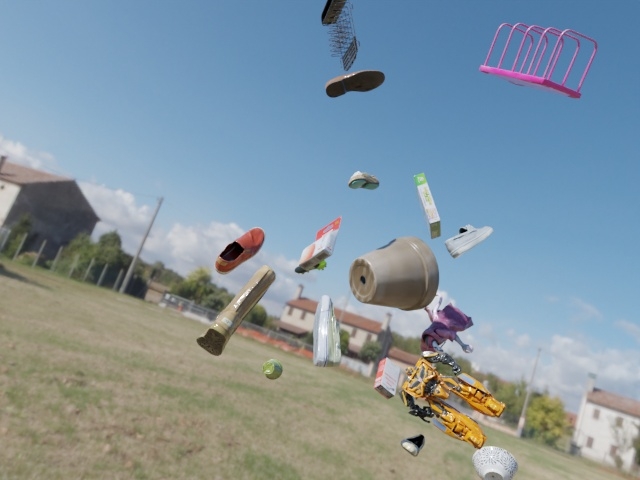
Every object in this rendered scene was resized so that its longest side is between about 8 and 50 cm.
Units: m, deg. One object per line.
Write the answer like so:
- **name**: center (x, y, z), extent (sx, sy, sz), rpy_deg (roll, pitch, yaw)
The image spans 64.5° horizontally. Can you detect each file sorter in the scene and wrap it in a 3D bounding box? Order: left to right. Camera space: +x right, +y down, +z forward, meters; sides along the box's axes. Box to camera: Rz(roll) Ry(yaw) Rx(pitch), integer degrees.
- **file sorter**: center (0.740, -0.620, 1.724), extent (0.202, 0.182, 0.291), rpy_deg (6, 22, -31)

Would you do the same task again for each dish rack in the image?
- **dish rack**: center (0.079, -0.815, 2.001), extent (0.074, 0.271, 0.208), rpy_deg (-9, -4, -13)

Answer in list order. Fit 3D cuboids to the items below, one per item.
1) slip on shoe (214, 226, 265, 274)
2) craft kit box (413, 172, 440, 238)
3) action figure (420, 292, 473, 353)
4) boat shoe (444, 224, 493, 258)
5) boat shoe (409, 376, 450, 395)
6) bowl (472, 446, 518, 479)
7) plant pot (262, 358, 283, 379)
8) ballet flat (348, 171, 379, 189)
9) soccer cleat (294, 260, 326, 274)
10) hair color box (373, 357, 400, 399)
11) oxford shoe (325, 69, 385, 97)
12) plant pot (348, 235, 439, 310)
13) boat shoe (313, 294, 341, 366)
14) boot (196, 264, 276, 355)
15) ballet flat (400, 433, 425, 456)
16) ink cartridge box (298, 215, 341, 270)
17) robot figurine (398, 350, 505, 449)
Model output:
- **slip on shoe**: center (-0.382, 0.036, 2.465), extent (0.123, 0.331, 0.101), rpy_deg (36, -39, 15)
- **craft kit box**: center (0.505, -0.157, 2.393), extent (0.061, 0.246, 0.250), rpy_deg (-20, -19, 7)
- **action figure**: center (0.557, 0.405, 2.339), extent (0.248, 0.275, 0.370), rpy_deg (-33, -5, 37)
- **boat shoe**: center (0.507, -0.015, 1.731), extent (0.081, 0.227, 0.079), rpy_deg (56, -38, 12)
- **boat shoe**: center (0.461, 0.600, 2.123), extent (0.178, 0.064, 0.060), rpy_deg (23, -53, 16)
- **bowl**: center (0.667, 0.885, 1.946), extent (0.170, 0.170, 0.080), rpy_deg (17, 27, 15)
- **plant pot**: center (-0.201, 0.519, 2.056), extent (0.083, 0.083, 0.079), rpy_deg (17, -15, 14)
- **ballet flat**: center (0.169, -0.250, 2.104), extent (0.073, 0.067, 0.206), rpy_deg (-35, -20, 30)
- **soccer cleat**: center (-0.051, 0.109, 2.331), extent (0.179, 0.060, 0.072), rpy_deg (-14, -68, 34)
- **hair color box**: center (0.312, 0.643, 2.371), extent (0.093, 0.167, 0.053), rpy_deg (41, -54, -10)
- **oxford shoe**: center (0.117, -0.560, 1.770), extent (0.212, 0.076, 0.076), rpy_deg (-11, -51, -1)
- **plant pot**: center (0.282, 0.152, 2.127), extent (0.280, 0.323, 0.323), rpy_deg (-6, 4, -31)
- **boat shoe**: center (0.029, 0.341, 1.893), extent (0.094, 0.302, 0.109), rpy_deg (14, -42, -11)
- **boot**: center (-0.262, 0.226, 1.616), extent (0.089, 0.269, 0.236), rpy_deg (41, -37, -6)
- **ballet flat**: center (0.266, 0.581, 1.454), extent (0.057, 0.049, 0.173), rpy_deg (39, -1, 21)
- **ink cartridge box**: center (0.000, 0.000, 1.738), extent (0.045, 0.179, 0.145), rpy_deg (32, -42, -24)
- **robot figurine**: center (0.368, 0.451, 1.467), extent (0.291, 0.211, 0.085), rpy_deg (30, -4, 27)
